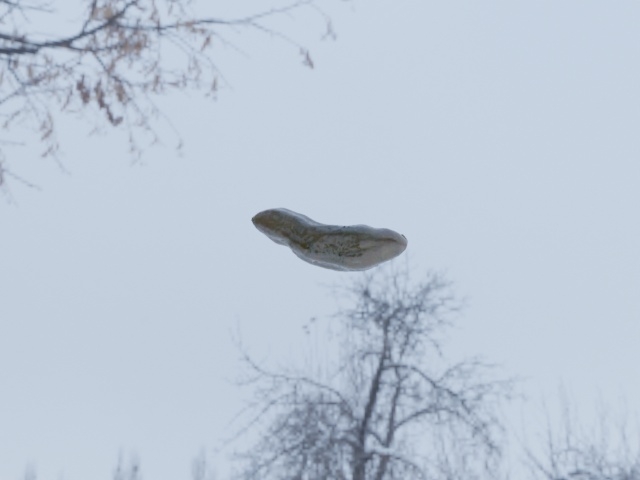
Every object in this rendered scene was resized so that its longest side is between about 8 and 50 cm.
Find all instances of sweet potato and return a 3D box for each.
[{"bbox_3d":[-0.002,0.000,0.912,0.182,0.054,0.053,13,9,27],"label":"sweet potato"}]
